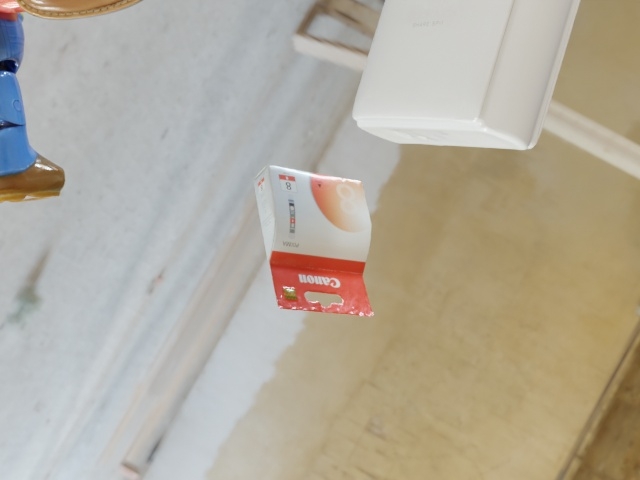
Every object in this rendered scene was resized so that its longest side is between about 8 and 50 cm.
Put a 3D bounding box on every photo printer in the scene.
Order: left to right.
[{"bbox_3d":[0.171,-0.257,1.220,0.256,0.107,0.307,13,-95,58],"label":"photo printer"}]

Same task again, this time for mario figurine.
[{"bbox_3d":[-0.281,-0.193,0.952,0.170,0.198,0.320,-162,-111,-73],"label":"mario figurine"}]

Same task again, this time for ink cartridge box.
[{"bbox_3d":[0.000,0.000,1.346,0.045,0.145,0.179,-44,-130,43],"label":"ink cartridge box"}]

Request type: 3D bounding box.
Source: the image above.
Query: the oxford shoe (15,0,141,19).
[{"bbox_3d":[-0.105,-0.197,0.688,0.212,0.076,0.076,-21,-173,9],"label":"oxford shoe"}]
